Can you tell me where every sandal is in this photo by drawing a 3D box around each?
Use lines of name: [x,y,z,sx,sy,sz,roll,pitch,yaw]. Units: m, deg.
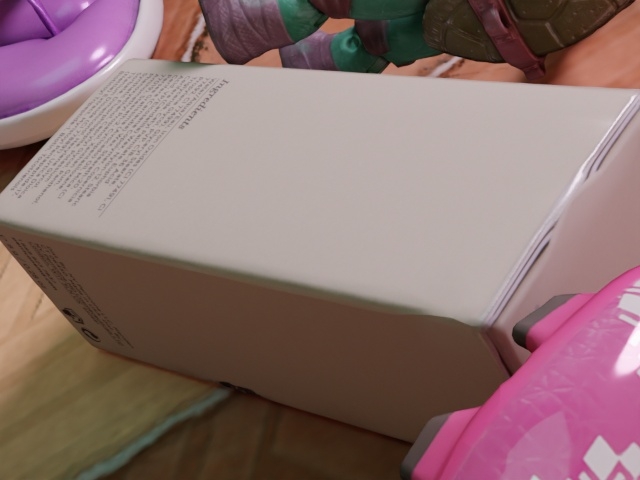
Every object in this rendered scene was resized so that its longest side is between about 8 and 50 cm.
sandal: [-0.214,-0.190,0.933,0.169,0.102,0.416,-30,36,3]

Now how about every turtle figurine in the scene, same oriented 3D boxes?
turtle figurine: [0.073,-0.126,0.602,0.234,0.175,0.118,-19,53,21]

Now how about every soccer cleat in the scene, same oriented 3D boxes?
soccer cleat: [0.051,0.155,0.331,0.143,0.116,0.331,21,66,39]

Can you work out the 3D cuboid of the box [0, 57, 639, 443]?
box: [0.000,0.000,0.554,0.275,0.094,0.113,12,55,44]
